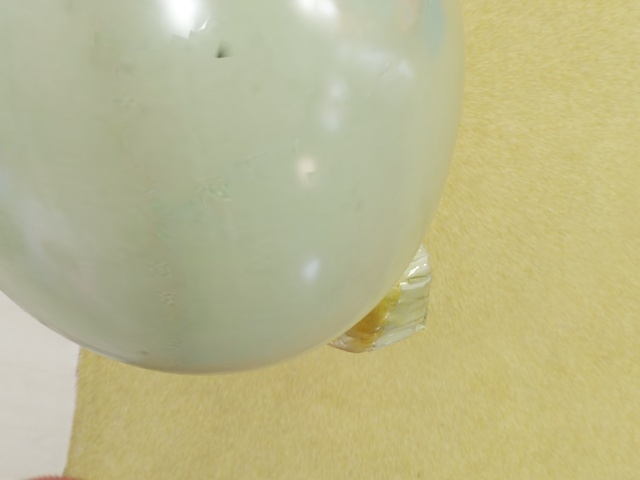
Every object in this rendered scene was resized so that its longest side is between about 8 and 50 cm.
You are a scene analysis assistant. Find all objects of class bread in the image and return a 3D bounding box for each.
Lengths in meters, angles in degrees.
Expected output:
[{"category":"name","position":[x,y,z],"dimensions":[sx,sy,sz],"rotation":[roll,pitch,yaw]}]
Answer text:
[{"category":"bread","position":[0.000,0.000,0.994],"dimensions":[0.106,0.140,0.236],"rotation":[-24,54,-28]}]

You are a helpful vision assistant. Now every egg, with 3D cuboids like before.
[{"category":"egg","position":[-0.052,-0.063,0.424],"dimensions":[0.219,0.219,0.269],"rotation":[3,134,1]}]
